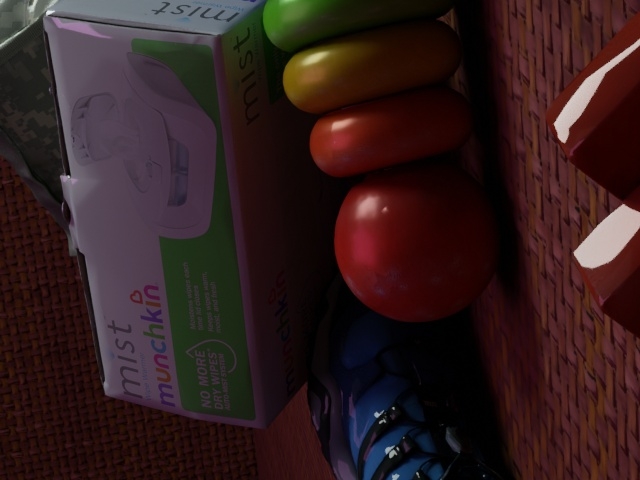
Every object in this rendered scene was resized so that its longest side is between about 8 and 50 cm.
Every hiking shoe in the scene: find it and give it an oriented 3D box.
[{"bbox_3d":[0.071,0.139,1.095,0.132,0.113,0.304,-23,66,52],"label":"hiking shoe"}]

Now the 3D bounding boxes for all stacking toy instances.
[{"bbox_3d":[0.020,-0.118,0.995,0.141,0.141,0.330,-172,69,-83],"label":"stacking toy"}]

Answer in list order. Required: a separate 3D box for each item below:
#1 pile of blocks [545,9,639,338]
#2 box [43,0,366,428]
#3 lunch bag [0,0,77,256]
[{"bbox_3d":[0.110,0.022,0.427,0.149,0.112,0.362,-176,78,-83],"label":"pile of blocks"},{"bbox_3d":[-0.048,-0.059,1.161,0.231,0.126,0.262,-47,-41,-51],"label":"box"},{"bbox_3d":[-0.151,-0.149,1.454,0.235,0.169,0.287,55,-128,-41],"label":"lunch bag"}]
